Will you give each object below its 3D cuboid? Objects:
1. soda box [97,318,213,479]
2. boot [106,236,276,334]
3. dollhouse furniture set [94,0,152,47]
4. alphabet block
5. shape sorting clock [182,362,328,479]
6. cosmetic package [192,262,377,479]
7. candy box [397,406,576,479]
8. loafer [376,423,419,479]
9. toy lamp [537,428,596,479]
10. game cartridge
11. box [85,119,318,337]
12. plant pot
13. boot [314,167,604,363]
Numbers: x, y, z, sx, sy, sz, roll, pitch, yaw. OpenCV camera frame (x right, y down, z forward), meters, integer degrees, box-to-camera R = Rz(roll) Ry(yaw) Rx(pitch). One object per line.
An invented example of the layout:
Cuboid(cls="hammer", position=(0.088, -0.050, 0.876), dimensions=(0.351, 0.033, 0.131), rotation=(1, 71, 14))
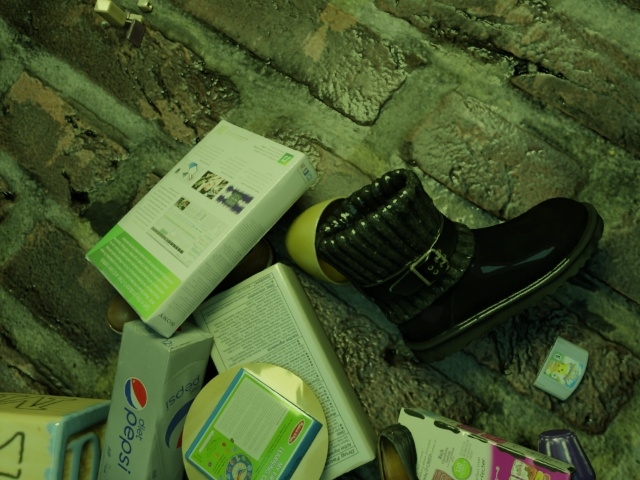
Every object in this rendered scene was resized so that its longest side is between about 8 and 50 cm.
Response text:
Cuboid(cls="soda box", position=(-0.247, 0.258, 0.824), dimensions=(0.098, 0.091, 0.286), rotation=(22, 106, 28))
Cuboid(cls="boot", position=(-0.228, 0.065, 0.895), dimensions=(0.305, 0.115, 0.112), rotation=(-26, 80, 6))
Cuboid(cls="dollhouse furniture set", position=(-0.376, -0.421, 0.997), dimensions=(0.081, 0.114, 0.090), rotation=(17, 87, 16))
Cuboid(cls="alphabet block", position=(-0.450, 0.341, 0.839), dimensions=(0.197, 0.193, 0.192), rotation=(4, 80, 3))
Cuboid(cls="shape sorting clock", position=(-0.090, 0.273, 0.761), dimensions=(0.206, 0.040, 0.206), rotation=(-4, 70, 12))
Cuboid(cls="cosmetic package", position=(-0.051, 0.207, 0.842), dimensions=(0.160, 0.113, 0.309), rotation=(-27, 78, 5))
Cuboid(cls="candy box", position=(0.206, 0.344, 0.761), dimensions=(0.234, 0.071, 0.159), rotation=(14, 84, 32))
Cuboid(cls="loafer", position=(0.106, 0.335, 0.741), dimensions=(0.062, 0.061, 0.170), rotation=(-26, 65, 23))
Cuboid(cls="toy lamp", position=(0.356, 0.403, 0.761), dimensions=(0.080, 0.080, 0.274), rotation=(-12, 82, 8))
Cuboid(cls="game cartridge", position=(0.359, 0.191, 0.823), dimensions=(0.056, 0.017, 0.083), rotation=(27, 87, 9))
Cuboid(cls="box", position=(-0.187, -0.036, 0.849), dimensions=(0.322, 0.058, 0.232), rotation=(-47, 45, -13))
Cuboid(cls="plant pot", position=(0.000, 0.000, 0.867), dimensions=(0.095, 0.134, 0.134), rotation=(1, 80, 41))
Cuboid(cls="boot", position=(0.193, -0.011, 0.769), dimensions=(0.348, 0.131, 0.260), rotation=(-37, 106, 3))
